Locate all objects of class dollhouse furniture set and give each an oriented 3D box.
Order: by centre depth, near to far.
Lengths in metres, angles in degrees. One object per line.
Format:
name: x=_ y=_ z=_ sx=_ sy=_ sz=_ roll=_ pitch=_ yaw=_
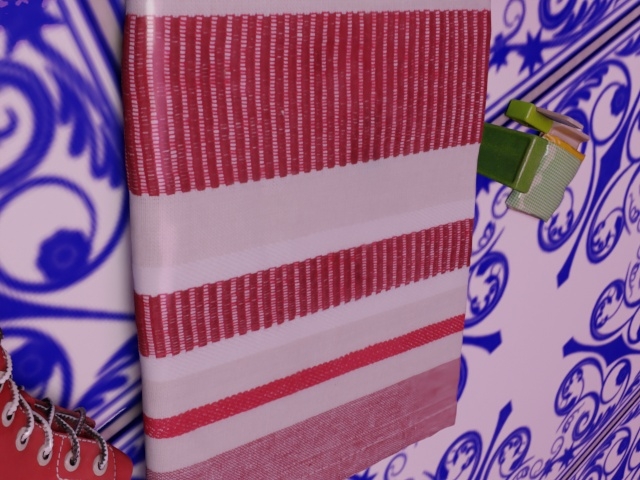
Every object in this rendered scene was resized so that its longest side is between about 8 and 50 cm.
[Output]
dollhouse furniture set: x=0.165 y=-0.053 z=0.571 sx=0.151 sy=0.058 sz=0.076 roll=13 pitch=102 yaw=-46

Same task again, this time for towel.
towel: x=0.000 y=0.000 z=0.452 sx=0.237 sy=0.037 sz=0.329 roll=-14 pitch=115 yaw=-37

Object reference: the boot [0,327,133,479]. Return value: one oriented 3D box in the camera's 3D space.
boot: x=-0.138 y=0.051 z=0.322 sx=0.176 sy=0.088 sz=0.244 roll=11 pitch=111 yaw=-46
